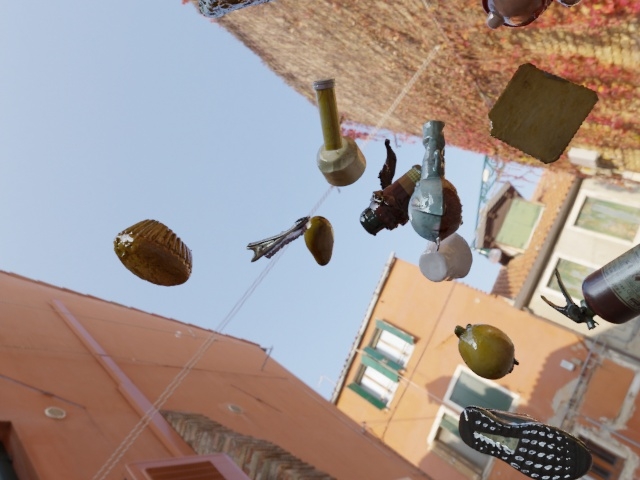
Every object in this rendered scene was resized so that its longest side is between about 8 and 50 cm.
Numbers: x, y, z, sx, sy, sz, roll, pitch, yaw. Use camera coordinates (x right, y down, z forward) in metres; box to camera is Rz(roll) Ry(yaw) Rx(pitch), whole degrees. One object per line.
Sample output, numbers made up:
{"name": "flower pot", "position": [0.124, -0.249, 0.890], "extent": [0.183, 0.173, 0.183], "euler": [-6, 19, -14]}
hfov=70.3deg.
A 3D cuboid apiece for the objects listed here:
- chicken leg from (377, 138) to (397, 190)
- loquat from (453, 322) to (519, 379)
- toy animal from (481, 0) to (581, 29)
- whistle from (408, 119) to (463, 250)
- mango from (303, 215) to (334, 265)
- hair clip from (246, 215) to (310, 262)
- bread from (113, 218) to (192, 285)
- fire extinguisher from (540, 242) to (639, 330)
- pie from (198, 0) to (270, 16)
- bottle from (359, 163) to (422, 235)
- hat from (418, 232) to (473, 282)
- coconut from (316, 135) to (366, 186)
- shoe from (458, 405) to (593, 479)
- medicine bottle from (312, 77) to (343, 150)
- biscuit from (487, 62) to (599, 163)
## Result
{"name": "chicken leg", "position": [0.264, -0.293, 1.782], "extent": [0.093, 0.053, 0.205], "euler": [-7, -73, -42]}
{"name": "loquat", "position": [0.481, 0.317, 1.334], "extent": [0.149, 0.204, 0.172], "euler": [-51, -14, 3]}
{"name": "toy animal", "position": [0.409, -0.501, 0.871], "extent": [0.197, 0.171, 0.171], "euler": [-18, -50, 3]}
{"name": "whistle", "position": [0.290, -0.139, 1.139], "extent": [0.142, 0.133, 0.347], "euler": [35, -125, -55]}
{"name": "mango", "position": [0.000, 0.000, 1.771], "extent": [0.136, 0.099, 0.228], "euler": [-47, -41, -35]}
{"name": "hair clip", "position": [-0.136, -0.009, 1.558], "extent": [0.085, 0.292, 0.106], "euler": [54, -150, -13]}
{"name": "bread", "position": [-0.473, 0.037, 1.312], "extent": [0.240, 0.239, 0.139], "euler": [55, -132, -46]}
{"name": "fire extinguisher", "position": [0.377, 0.035, 0.549], "extent": [0.071, 0.099, 0.231], "euler": [2, -36, -37]}
{"name": "pie", "position": [-0.185, -0.793, 1.351], "extent": [0.417, 0.395, 0.181], "euler": [-27, -74, 1]}
{"name": "bottle", "position": [0.247, -0.125, 1.492], "extent": [0.271, 0.143, 0.156], "euler": [-37, -76, 6]}
{"name": "hat", "position": [0.427, 0.071, 1.614], "extent": [0.126, 0.203, 0.203], "euler": [-22, -56, -42]}
{"name": "coconut", "position": [0.091, -0.331, 1.948], "extent": [0.202, 0.202, 0.222], "euler": [-58, -33, -9]}
{"name": "shoe", "position": [0.541, 0.516, 1.178], "extent": [0.170, 0.336, 0.133], "euler": [11, -98, -37]}
{"name": "medicine bottle", "position": [0.027, -0.400, 1.452], "extent": [0.073, 0.073, 0.218], "euler": [-27, -63, -37]}
{"name": "biscuit", "position": [0.597, -0.352, 1.249], "extent": [0.237, 0.232, 0.013], "euler": [-56, -20, 0]}
